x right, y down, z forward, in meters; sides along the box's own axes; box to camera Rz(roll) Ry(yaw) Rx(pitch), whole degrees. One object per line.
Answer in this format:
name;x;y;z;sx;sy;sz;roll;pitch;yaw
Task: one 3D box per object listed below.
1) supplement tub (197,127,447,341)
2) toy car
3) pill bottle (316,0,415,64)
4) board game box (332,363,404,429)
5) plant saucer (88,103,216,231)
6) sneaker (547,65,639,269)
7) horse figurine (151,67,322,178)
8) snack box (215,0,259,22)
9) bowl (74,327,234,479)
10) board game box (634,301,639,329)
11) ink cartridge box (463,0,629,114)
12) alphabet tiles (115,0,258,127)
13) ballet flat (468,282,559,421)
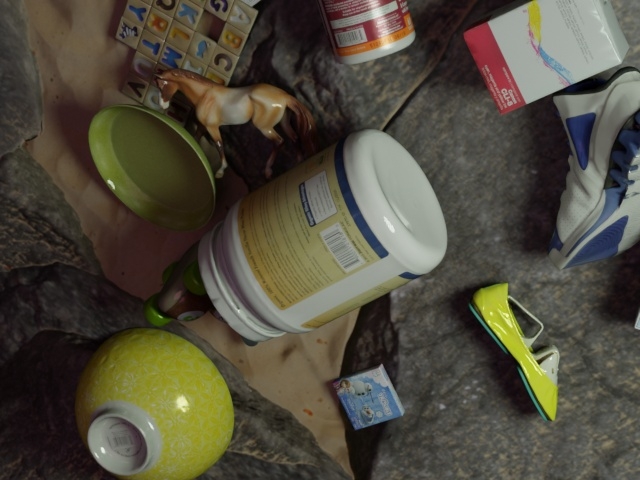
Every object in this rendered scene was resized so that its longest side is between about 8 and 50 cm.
supplement tub;0.000;0.000;1.699;0.316;0.228;0.228;-28;98;25
toy car;-0.156;0.100;1.849;0.188;0.149;0.155;39;135;-15
pill bottle;0.046;-0.365;1.603;0.121;0.121;0.221;-11;110;22
board game box;0.078;0.254;1.879;0.090;0.020;0.090;-22;100;23
plant saucer;-0.256;-0.119;1.813;0.241;0.037;0.241;22;139;21
sneaker;0.389;-0.119;1.583;0.315;0.127;0.182;108;144;-48
horse figurine;-0.117;-0.179;1.759;0.263;0.066;0.174;3;116;14
snack box;-0.159;-0.416;1.720;0.064;0.022;0.178;-31;97;29
bowl;-0.307;0.309;1.959;0.289;0.156;0.289;7;111;18
board game box;0.620;0.018;1.543;0.319;0.066;0.318;18;117;12
ink cartridge box;0.305;-0.270;1.550;0.176;0.128;0.127;-22;100;25
alphabet tiles;-0.221;-0.298;1.778;0.198;0.009;0.237;31;122;6
ballet flat;0.311;0.163;1.739;0.077;0.077;0.231;-33;94;9
